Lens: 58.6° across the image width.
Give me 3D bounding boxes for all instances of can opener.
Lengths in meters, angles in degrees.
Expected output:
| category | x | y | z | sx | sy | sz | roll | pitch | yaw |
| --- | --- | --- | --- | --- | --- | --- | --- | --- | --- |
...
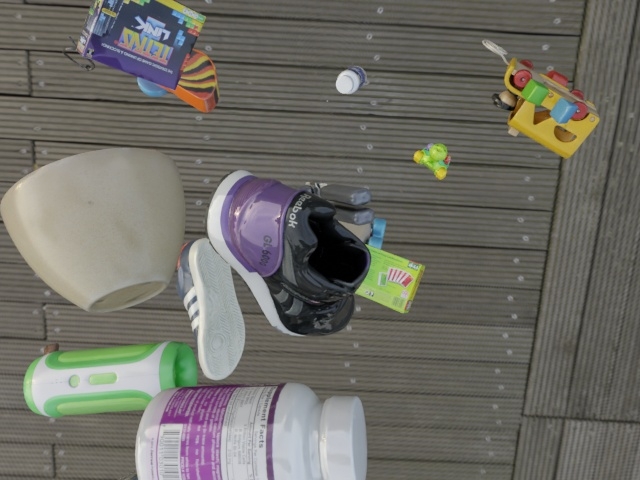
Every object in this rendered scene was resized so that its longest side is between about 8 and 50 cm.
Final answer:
| category | x | y | z | sx | sy | sz | roll | pitch | yaw |
| --- | --- | --- | --- | --- | --- | --- | --- | --- | --- |
| can opener | 0.006 | -0.074 | 1.161 | 0.095 | 0.283 | 0.076 | -14 | 103 | -20 |

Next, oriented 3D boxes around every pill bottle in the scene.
| category | x | y | z | sx | sy | sz | roll | pitch | yaw |
| --- | --- | --- | --- | --- | --- | --- | --- | --- | --- |
| pill bottle | 0.087 | -0.466 | 1.664 | 0.067 | 0.120 | 0.067 | 9 | 119 | 18 |
| pill bottle | -0.090 | 0.291 | 0.815 | 0.301 | 0.169 | 0.170 | -5 | 104 | 12 |

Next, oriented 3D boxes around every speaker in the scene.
| category | x | y | z | sx | sy | sz | roll | pitch | yaw |
| --- | --- | --- | --- | --- | --- | --- | --- | --- | --- |
| speaker | -0.389 | 0.259 | 1.066 | 0.296 | 0.131 | 0.131 | -7 | 104 | 11 |

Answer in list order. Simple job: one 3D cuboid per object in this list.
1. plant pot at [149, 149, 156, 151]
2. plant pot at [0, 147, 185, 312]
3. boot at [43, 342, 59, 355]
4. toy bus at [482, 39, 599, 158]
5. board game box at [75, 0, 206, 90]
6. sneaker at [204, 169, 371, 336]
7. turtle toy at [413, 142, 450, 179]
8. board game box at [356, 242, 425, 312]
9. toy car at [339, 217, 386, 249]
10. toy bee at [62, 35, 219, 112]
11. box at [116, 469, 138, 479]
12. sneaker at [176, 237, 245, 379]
| category | x | y | z | sx | sy | sz | roll | pitch | yaw |
| --- | --- | --- | --- | --- | --- | --- | --- | --- | --- |
| plant pot | -0.617 | -0.138 | 1.851 | 0.290 | 0.291 | 0.204 | -21 | 113 | 6 |
| plant pot | -0.339 | 0.005 | 0.929 | 0.284 | 0.284 | 0.191 | -25 | 77 | 7 |
| boot | -0.780 | 0.345 | 1.694 | 0.106 | 0.114 | 0.037 | -25 | 140 | 9 |
| toy bus | 0.354 | -0.221 | 0.948 | 0.190 | 0.202 | 0.104 | 5 | 130 | -33 |
| board game box | -0.295 | -0.345 | 0.946 | 0.170 | 0.048 | 0.141 | 11 | 112 | -45 |
| sneaker | -0.001 | 0.042 | 0.595 | 0.124 | 0.283 | 0.107 | 13 | 68 | 30 |
| turtle toy | 0.287 | -0.206 | 1.427 | 0.095 | 0.130 | 0.066 | 38 | 97 | 6 |
| board game box | 0.090 | 0.057 | 1.054 | 0.181 | 0.043 | 0.092 | 21 | 91 | 21 |
| toy car | 0.082 | 0.043 | 1.869 | 0.219 | 0.210 | 0.238 | 12 | 126 | 5 |
| toy bee | -0.318 | -0.376 | 1.107 | 0.298 | 0.195 | 0.162 | 27 | 73 | -18 |
| box | -0.365 | 0.430 | 0.896 | 0.220 | 0.175 | 0.051 | -24 | 80 | -15 |
| sneaker | -0.287 | 0.168 | 1.426 | 0.148 | 0.131 | 0.351 | -1 | 94 | 46 |
